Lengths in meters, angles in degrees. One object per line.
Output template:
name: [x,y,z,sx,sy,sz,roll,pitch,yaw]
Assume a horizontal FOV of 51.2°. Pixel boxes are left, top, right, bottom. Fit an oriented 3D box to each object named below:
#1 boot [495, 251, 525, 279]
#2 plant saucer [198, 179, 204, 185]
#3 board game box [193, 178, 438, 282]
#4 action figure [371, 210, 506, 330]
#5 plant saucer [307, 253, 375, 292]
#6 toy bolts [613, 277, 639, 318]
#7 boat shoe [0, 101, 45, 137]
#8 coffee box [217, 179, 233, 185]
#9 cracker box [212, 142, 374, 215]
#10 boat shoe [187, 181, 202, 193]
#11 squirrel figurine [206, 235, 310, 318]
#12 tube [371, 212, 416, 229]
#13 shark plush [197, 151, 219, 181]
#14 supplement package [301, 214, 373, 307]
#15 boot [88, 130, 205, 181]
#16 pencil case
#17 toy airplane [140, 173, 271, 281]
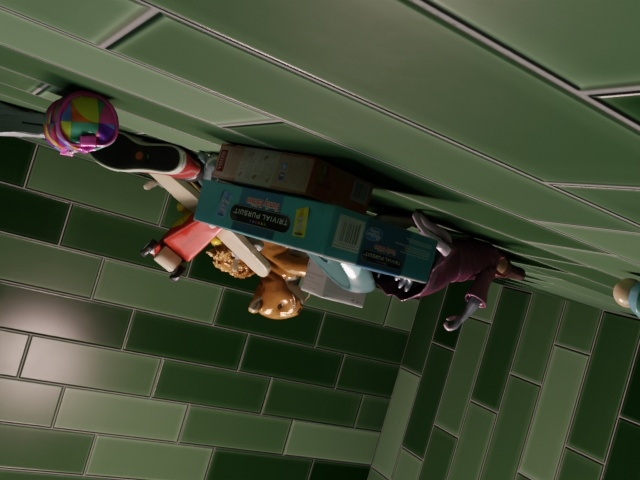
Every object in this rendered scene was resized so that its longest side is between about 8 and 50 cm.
boot: [0.401,0.062,1.802,0.249,0.090,0.207,10,173,42]
plant saucer: [-0.315,-0.168,2.143,0.195,0.037,0.195,16,179,0]
board game box: [-0.014,-0.017,1.134,0.254,0.079,0.336,16,178,-44]
action figure: [0.283,0.031,1.485,0.370,0.275,0.248,-2,-137,-31]
plant saucer: [0.000,0.000,1.463,0.317,0.044,0.317,48,168,14]
toy bolts: [0.673,0.170,1.322,0.228,0.218,0.158,37,175,-27]
boat shoe: [-0.745,-0.284,1.634,0.226,0.083,0.076,15,177,8]
coffee box: [-0.141,-0.071,1.766,0.297,0.118,0.168,16,-172,-24]
cracker box: [-0.048,-0.103,1.134,0.232,0.067,0.156,14,177,41]
boat shoe: [-0.412,-0.162,2.198,0.178,0.060,0.064,39,-168,27]
squirrel figurine: [-0.169,0.064,2.259,0.397,0.370,0.281,20,-172,9]
tube: [0.158,-0.040,1.542,0.062,0.070,0.240,54,171,-2]
shark plush: [-0.208,-0.142,1.387,0.073,0.067,0.161,18,178,-31]
supplement package: [0.061,0.042,1.825,0.134,0.243,0.139,16,178,-27]
boot: [-0.393,-0.185,1.543,0.245,0.088,0.176,12,179,13]
pencil case: [-0.406,-0.192,1.121,0.105,0.104,0.236,17,177,-26]
toy airplane: [-0.335,-0.071,1.992,0.385,0.385,0.272,8,-144,10]
